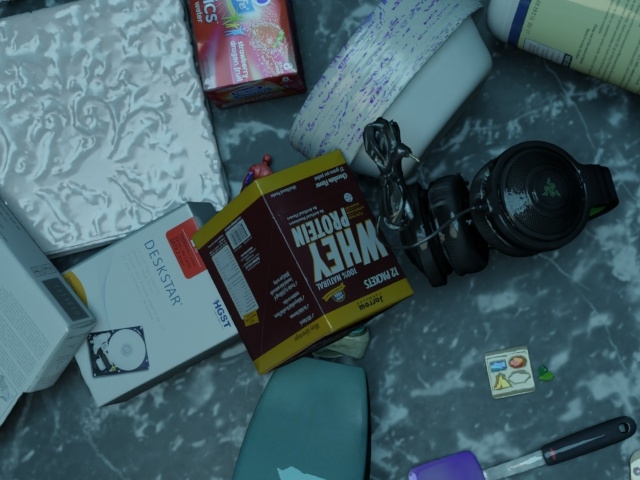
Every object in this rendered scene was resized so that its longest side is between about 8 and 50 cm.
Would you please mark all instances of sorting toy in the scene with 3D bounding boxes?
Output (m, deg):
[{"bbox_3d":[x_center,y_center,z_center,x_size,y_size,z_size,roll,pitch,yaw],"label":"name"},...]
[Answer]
[{"bbox_3d":[0.256,0.166,1.927,0.083,0.012,0.062,-11,82,4],"label":"sorting toy"}]

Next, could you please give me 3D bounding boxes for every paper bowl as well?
[{"bbox_3d":[0.101,-0.186,1.848,0.148,0.284,0.284,39,88,4],"label":"paper bowl"}]

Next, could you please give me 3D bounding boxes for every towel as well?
[{"bbox_3d":[-0.302,-0.159,2.000,0.316,0.053,0.332,-13,83,3],"label":"towel"}]

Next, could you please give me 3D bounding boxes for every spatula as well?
[{"bbox_3d":[0.261,0.283,1.904,0.296,0.030,0.084,-19,83,3],"label":"spatula"}]

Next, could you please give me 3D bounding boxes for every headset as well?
[{"bbox_3d":[0.188,-0.056,1.779,0.243,0.394,0.185,-20,81,36],"label":"headset"}]

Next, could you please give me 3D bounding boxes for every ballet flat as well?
[{"bbox_3d":[-0.021,0.125,1.940,0.168,0.057,0.052,9,118,8],"label":"ballet flat"}]

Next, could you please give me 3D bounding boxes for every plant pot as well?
[{"bbox_3d":[-0.016,0.270,1.872,0.165,0.165,0.234,9,75,6],"label":"plant pot"}]

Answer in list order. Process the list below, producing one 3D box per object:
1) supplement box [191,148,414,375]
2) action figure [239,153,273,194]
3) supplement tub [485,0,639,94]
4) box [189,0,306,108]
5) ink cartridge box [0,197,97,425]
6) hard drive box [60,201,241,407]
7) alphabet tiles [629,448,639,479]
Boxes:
[{"bbox_3d":[-0.025,0.029,1.785,0.129,0.191,0.194,-22,82,-34],"label":"supplement box"},{"bbox_3d":[-0.089,-0.060,1.979,0.038,0.030,0.115,21,90,3],"label":"action figure"},{"bbox_3d":[0.392,-0.308,1.857,0.324,0.235,0.235,23,86,8],"label":"supplement tub"},{"bbox_3d":[-0.104,-0.315,1.963,0.128,0.122,0.257,-10,82,3],"label":"box"},{"bbox_3d":[-0.439,0.091,1.947,0.275,0.060,0.239,49,122,18],"label":"ink cartridge box"},{"bbox_3d":[-0.211,0.081,1.918,0.232,0.089,0.181,-29,81,16],"label":"hard drive box"},{"bbox_3d":[0.463,0.403,1.875,0.277,0.021,0.284,-2,83,5],"label":"alphabet tiles"}]
